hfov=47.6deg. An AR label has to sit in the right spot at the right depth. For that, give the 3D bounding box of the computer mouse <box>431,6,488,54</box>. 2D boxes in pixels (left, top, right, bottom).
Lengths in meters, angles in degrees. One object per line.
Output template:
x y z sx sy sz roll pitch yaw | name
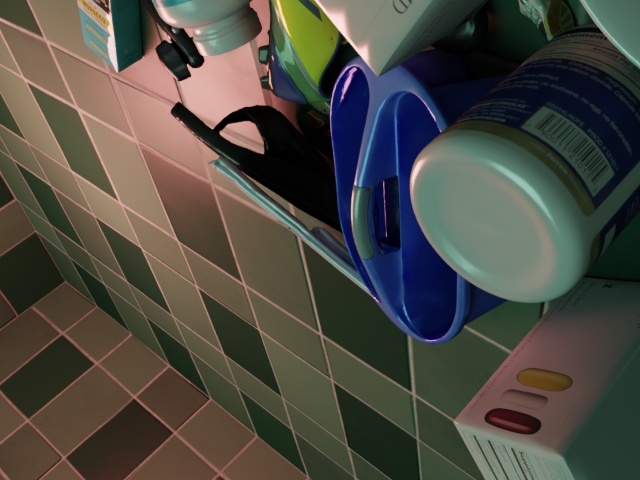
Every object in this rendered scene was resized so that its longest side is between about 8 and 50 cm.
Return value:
0.091 -0.293 0.754 0.242 0.041 0.071 54 134 4 | computer mouse

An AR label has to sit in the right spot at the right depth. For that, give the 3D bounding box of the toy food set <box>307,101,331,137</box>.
0.019 -0.165 1.043 0.122 0.019 0.077 29 148 33 | toy food set

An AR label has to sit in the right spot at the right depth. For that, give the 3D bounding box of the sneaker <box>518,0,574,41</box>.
0.210 -0.218 0.686 0.083 0.032 0.037 61 165 -13 | sneaker

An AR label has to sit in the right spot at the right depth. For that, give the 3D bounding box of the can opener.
-0.246 -0.347 1.156 0.186 0.073 0.059 59 161 -1 | can opener

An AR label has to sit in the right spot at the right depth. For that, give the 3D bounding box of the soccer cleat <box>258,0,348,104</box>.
-0.013 -0.291 0.880 0.121 0.093 0.289 10 139 6 | soccer cleat

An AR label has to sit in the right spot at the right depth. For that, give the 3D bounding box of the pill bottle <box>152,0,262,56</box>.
-0.164 -0.369 0.902 0.146 0.146 0.264 17 139 46 | pill bottle

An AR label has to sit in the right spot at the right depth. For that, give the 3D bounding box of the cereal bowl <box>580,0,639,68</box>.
0.306 -0.228 0.398 0.339 0.141 0.338 36 150 24 | cereal bowl

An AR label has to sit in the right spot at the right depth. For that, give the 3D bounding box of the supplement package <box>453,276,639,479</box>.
0.315 0.201 0.818 0.145 0.262 0.204 4 129 54 | supplement package

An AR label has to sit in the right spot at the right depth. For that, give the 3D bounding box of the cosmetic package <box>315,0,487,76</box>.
0.019 -0.361 0.602 0.385 0.156 0.217 52 151 6 | cosmetic package

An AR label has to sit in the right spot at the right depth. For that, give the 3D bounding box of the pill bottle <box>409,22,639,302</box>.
0.210 -0.083 0.598 0.153 0.265 0.153 36 150 25 | pill bottle

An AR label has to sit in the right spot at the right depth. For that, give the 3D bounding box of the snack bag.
0.000 0.000 1.097 0.343 0.037 0.323 39 180 5 | snack bag

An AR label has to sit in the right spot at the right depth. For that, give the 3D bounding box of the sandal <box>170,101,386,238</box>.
-0.032 -0.112 1.088 0.446 0.107 0.167 31 178 21 | sandal

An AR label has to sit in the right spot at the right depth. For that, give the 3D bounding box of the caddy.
0.111 -0.048 0.805 0.241 0.179 0.341 40 145 48 | caddy

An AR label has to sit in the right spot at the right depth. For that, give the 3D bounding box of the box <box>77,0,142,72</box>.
-0.365 -0.409 1.243 0.100 0.060 0.244 42 153 13 | box
